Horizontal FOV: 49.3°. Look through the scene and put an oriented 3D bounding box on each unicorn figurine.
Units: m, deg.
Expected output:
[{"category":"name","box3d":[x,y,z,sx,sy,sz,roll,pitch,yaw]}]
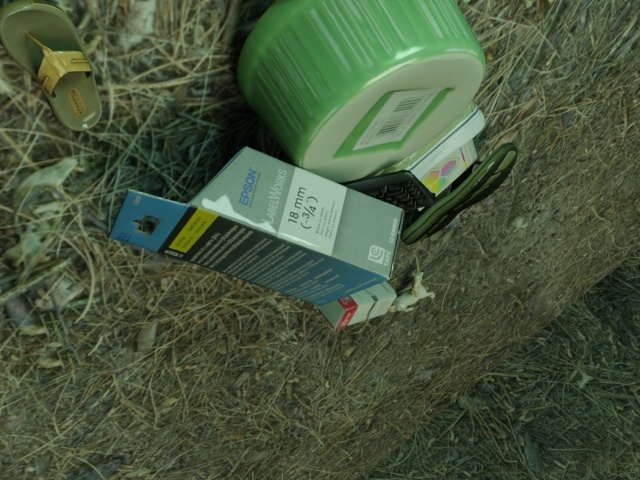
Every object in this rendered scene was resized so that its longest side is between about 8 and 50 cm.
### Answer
[{"category":"unicorn figurine","box3d":[0.222,0.126,1.666,0.162,0.060,0.111,-52,149,17]}]

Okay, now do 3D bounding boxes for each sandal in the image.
[{"category":"sandal","box3d":[-0.271,-0.175,0.731,0.072,0.049,0.180,-33,149,-14]},{"category":"sandal","box3d":[0.265,-0.101,1.410,0.302,0.086,0.120,-40,159,28]}]

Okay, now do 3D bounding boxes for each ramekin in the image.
[{"category":"ramekin","box3d":[0.060,-0.205,0.890,0.303,0.148,0.303,-26,162,-9]}]

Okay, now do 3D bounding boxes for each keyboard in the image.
[{"category":"keyboard","box3d":[0.024,-0.035,1.089,0.317,0.033,0.201,-11,161,25]}]

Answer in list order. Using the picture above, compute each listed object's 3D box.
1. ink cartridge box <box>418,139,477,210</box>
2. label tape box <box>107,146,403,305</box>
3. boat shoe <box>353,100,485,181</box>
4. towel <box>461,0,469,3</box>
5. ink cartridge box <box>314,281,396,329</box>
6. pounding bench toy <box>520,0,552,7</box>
[{"category":"ink cartridge box","box3d":[0.192,-0.126,1.304,0.209,0.062,0.109,-41,150,0]},{"category":"label tape box","box3d":[-0.093,-0.023,0.931,0.333,0.106,0.240,20,160,-17]},{"category":"boat shoe","box3d":[0.142,-0.152,1.198,0.302,0.109,0.094,-39,106,-5]},{"category":"towel","box3d":[0.226,-0.457,0.785,0.248,0.038,0.325,-41,150,-5]},{"category":"ink cartridge box","box3d":[0.062,0.109,1.414,0.150,0.109,0.063,-10,137,-42]},{"category":"pounding bench toy","box3d":[0.358,-0.422,1.119,0.083,0.052,0.065,-38,150,-4]}]
